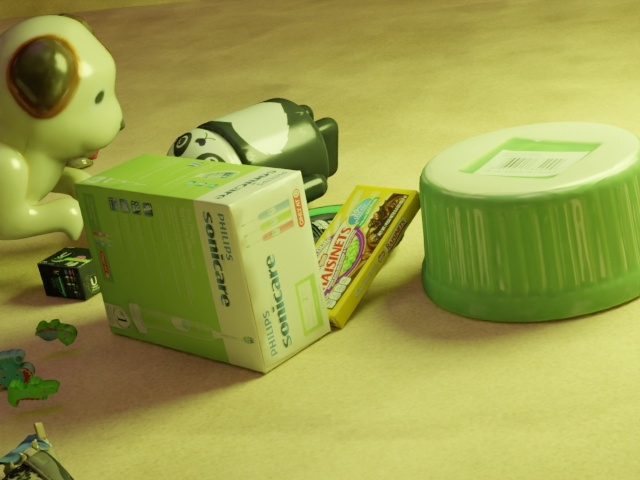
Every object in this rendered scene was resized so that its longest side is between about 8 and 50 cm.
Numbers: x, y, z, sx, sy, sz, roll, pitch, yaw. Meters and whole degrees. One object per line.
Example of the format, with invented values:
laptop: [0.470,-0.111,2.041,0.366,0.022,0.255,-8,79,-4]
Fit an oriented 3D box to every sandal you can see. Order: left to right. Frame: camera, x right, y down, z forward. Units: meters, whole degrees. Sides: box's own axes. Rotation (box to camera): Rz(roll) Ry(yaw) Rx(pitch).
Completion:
sandal: [-0.488,-0.170,2.365,0.072,0.049,0.180,-24,24,-31]

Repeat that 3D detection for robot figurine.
robot figurine: [-0.100,-0.112,1.842,0.278,0.173,0.209,-25,2,-33]

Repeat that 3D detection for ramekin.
ramekin: [0.261,-0.034,1.496,0.303,0.148,0.303,-10,21,4]

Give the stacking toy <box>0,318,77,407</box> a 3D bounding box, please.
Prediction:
stacking toy: [-0.403,0.161,1.476,0.221,0.052,0.167,-8,23,2]

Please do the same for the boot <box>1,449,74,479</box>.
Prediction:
boot: [-0.275,0.275,1.069,0.179,0.085,0.236,-25,22,-23]

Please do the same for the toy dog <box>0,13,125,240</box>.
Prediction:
toy dog: [-0.468,-0.162,1.793,0.408,0.395,0.284,-30,8,14]

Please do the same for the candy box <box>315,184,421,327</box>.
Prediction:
candy box: [0.036,0.015,1.538,0.105,0.027,0.206,6,53,45]

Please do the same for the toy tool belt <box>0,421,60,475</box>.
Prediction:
toy tool belt: [-0.300,0.222,1.253,0.052,0.051,0.083,0,24,27]

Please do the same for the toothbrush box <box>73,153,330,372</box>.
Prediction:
toothbrush box: [-0.143,0.019,1.484,0.283,0.206,0.122,9,28,44]

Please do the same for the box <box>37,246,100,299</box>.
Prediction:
box: [-0.338,0.045,1.731,0.083,0.052,0.062,3,25,36]

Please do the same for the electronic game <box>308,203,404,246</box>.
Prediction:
electronic game: [0.000,0.000,1.682,0.229,0.048,0.229,-10,20,4]
